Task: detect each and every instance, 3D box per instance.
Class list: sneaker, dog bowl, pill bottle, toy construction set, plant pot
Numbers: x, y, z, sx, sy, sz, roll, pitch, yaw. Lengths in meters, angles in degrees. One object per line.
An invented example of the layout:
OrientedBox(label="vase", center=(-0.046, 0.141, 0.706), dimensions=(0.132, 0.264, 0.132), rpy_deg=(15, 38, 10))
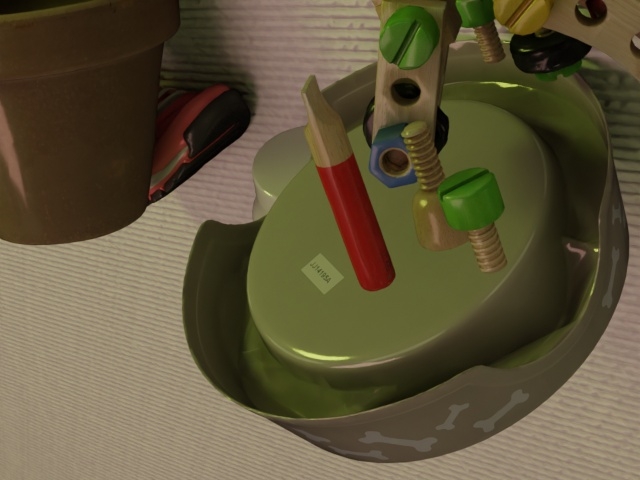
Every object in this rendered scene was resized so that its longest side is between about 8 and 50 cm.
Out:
OrientedBox(label="sneaker", center=(-0.183, -0.112, 1.593), dimensions=(0.136, 0.116, 0.314), rpy_deg=(52, 153, -7))
OrientedBox(label="dog bowl", center=(0.069, 0.011, 1.168), dimensions=(0.349, 0.348, 0.102), rpy_deg=(16, 153, 45))
OrientedBox(label="pill bottle", center=(0.000, 0.000, 1.474), dimensions=(0.119, 0.119, 0.208), rpy_deg=(29, 149, 31))
OrientedBox(label="toy construction set", center=(0.094, -0.148, 0.968), dimensions=(0.257, 0.309, 0.237), rpy_deg=(6, 128, 42))
OrientedBox(label="plant pot", center=(-0.248, -0.124, 1.438), dimensions=(0.263, 0.263, 0.229), rpy_deg=(15, 118, 46))
